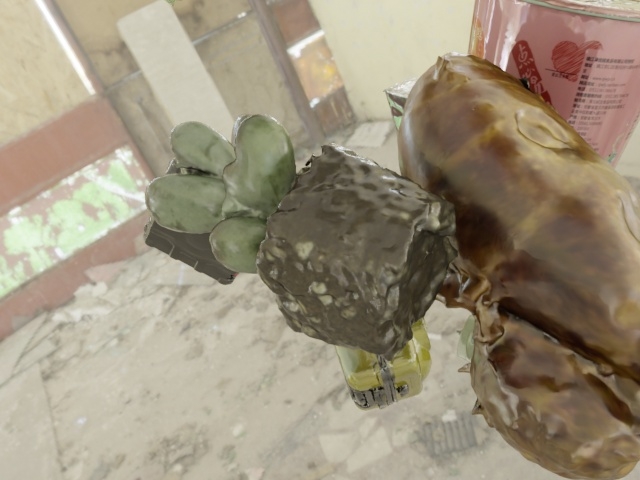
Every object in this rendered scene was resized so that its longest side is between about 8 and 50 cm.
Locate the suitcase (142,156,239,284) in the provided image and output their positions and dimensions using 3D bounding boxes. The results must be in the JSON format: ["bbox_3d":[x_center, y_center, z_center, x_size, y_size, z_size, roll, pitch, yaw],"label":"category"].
[{"bbox_3d":[-0.208,-0.029,1.158,0.285,0.206,0.066,-47,18,55],"label":"suitcase"}]

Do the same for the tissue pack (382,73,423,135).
[{"bbox_3d":[0.319,-0.136,1.259,0.264,0.416,0.253,-22,22,-10],"label":"tissue pack"}]

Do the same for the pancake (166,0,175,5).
[{"bbox_3d":[-0.114,-0.365,0.620,0.054,0.197,0.376,-38,32,49],"label":"pancake"}]

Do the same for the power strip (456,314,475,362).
[{"bbox_3d":[0.302,0.185,1.042,0.227,0.029,0.080,21,96,55],"label":"power strip"}]

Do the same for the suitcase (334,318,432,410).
[{"bbox_3d":[0.089,0.142,1.011,0.143,0.194,0.234,-17,61,0],"label":"suitcase"}]

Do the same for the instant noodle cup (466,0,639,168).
[{"bbox_3d":[0.273,-0.181,0.742,0.243,0.231,0.243,5,33,-3],"label":"instant noodle cup"}]

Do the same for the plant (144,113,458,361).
[{"bbox_3d":[-0.028,-0.019,0.532,0.275,0.149,0.146,30,45,28],"label":"plant"}]

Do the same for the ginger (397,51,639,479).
[{"bbox_3d":[0.178,0.017,0.573,0.176,0.418,0.254,-1,-38,-43],"label":"ginger"}]
